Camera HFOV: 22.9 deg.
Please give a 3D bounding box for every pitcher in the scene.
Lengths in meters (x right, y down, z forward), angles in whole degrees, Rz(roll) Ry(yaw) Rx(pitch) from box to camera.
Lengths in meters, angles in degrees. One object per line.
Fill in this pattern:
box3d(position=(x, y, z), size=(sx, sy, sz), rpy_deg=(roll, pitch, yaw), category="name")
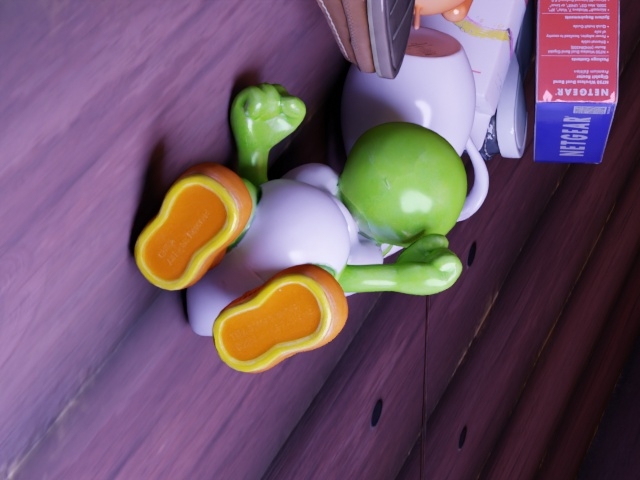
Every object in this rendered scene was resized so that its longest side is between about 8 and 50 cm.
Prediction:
box3d(position=(0.099, -0.098, 1.509), size=(0.178, 0.125, 0.207), rpy_deg=(-14, 125, -34), category="pitcher")

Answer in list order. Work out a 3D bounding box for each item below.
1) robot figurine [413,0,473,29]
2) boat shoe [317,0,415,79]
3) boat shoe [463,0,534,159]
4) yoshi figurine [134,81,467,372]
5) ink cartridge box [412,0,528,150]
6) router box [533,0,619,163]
box3d(position=(0.106, -0.293, 1.433), size=(0.219, 0.128, 0.158), rpy_deg=(-62, 177, -38), category="robot figurine")
box3d(position=(0.010, -0.254, 1.238), size=(0.307, 0.104, 0.110), rpy_deg=(78, 23, -48), category="boat shoe")
box3d(position=(0.189, -0.209, 1.767), size=(0.302, 0.091, 0.114), rpy_deg=(-74, 158, -47), category="boat shoe")
box3d(position=(0.014, -0.023, 1.275), size=(0.362, 0.203, 0.203), rpy_deg=(-27, 122, -68), category="yoshi figurine")
box3d(position=(0.131, -0.199, 1.577), size=(0.067, 0.115, 0.198), rpy_deg=(45, 61, -70), category="ink cartridge box")
box3d(position=(0.277, -0.260, 1.722), size=(0.335, 0.082, 0.301), rpy_deg=(43, 49, -80), category="router box")
